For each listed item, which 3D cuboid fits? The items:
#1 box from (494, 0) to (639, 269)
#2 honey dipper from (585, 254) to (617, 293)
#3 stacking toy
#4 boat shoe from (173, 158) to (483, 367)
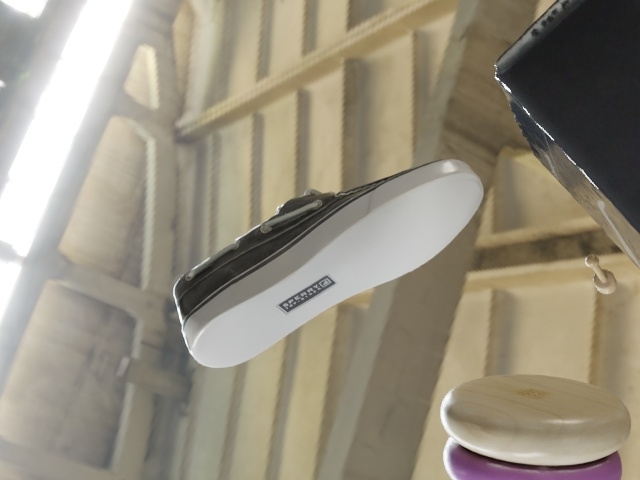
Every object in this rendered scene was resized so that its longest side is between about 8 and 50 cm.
[{"bbox_3d":[0.172,-0.006,0.358,0.108,0.207,0.153,-41,166,9],"label":"box"},{"bbox_3d":[0.384,0.045,1.426,0.030,0.161,0.030,-5,-104,21],"label":"honey dipper"},{"bbox_3d":[0.159,0.278,0.805,0.141,0.141,0.330,-160,-111,-65],"label":"stacking toy"},{"bbox_3d":[0.000,0.000,0.947,0.301,0.108,0.102,-33,-129,8],"label":"boat shoe"}]
